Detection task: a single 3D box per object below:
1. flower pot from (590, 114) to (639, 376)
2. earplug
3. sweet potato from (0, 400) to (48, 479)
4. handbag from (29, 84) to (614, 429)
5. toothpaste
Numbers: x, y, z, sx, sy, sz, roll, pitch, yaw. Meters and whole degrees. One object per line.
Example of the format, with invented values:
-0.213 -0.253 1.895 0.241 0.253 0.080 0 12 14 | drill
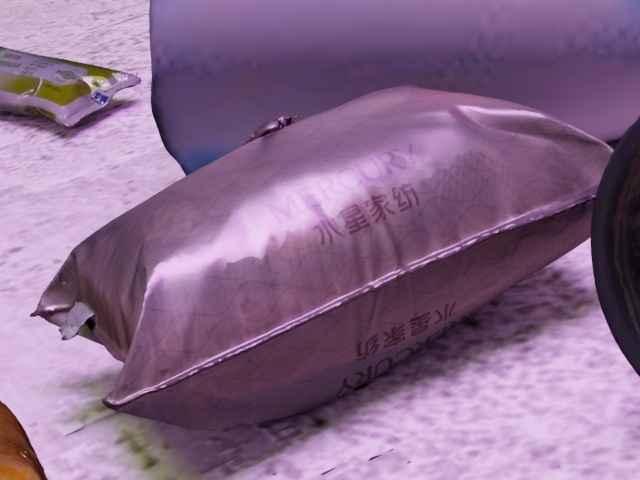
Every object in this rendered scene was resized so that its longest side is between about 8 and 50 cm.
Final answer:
0.196 -0.003 0.586 0.157 0.157 0.107 3 17 33 | flower pot
0.083 -0.116 0.876 0.324 0.185 0.185 3 29 17 | earplug
-0.175 0.089 0.654 0.077 0.077 0.244 -28 28 -27 | sweet potato
0.000 0.000 0.718 0.270 0.117 0.182 -24 18 -17 | handbag
-0.245 -0.125 1.198 0.248 0.046 0.078 14 41 43 | toothpaste
